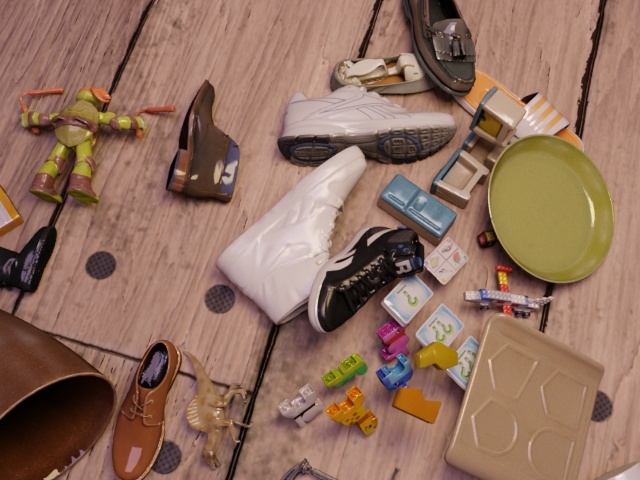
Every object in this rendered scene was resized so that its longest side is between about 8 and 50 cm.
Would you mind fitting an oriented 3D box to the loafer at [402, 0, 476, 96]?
[{"bbox_3d":[0.207,-0.370,1.296,0.096,0.084,0.267,0,57,-24],"label":"loafer"}]

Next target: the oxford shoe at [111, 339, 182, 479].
[{"bbox_3d":[-0.259,0.243,1.091,0.076,0.076,0.212,11,71,1],"label":"oxford shoe"}]

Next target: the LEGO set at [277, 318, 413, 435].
[{"bbox_3d":[0.064,0.224,1.106,0.227,0.093,0.087,-35,43,-8],"label":"LEGO set"}]

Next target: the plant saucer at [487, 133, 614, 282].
[{"bbox_3d":[0.359,-0.049,1.198,0.241,0.037,0.241,5,76,-21],"label":"plant saucer"}]

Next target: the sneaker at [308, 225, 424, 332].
[{"bbox_3d":[0.077,0.047,1.086,0.121,0.079,0.217,-3,36,39],"label":"sneaker"}]

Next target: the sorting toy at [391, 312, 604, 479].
[{"bbox_3d":[0.255,0.227,1.080,0.307,0.041,0.229,27,73,-14],"label":"sorting toy"}]

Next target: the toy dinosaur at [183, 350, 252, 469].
[{"bbox_3d":[-0.154,0.237,1.106,0.092,0.053,0.183,-13,70,-4],"label":"toy dinosaur"}]

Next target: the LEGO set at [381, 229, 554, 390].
[{"bbox_3d":[0.232,0.081,1.140,0.182,0.060,0.244,46,56,5],"label":"LEGO set"}]

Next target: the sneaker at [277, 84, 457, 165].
[{"bbox_3d":[0.078,-0.202,1.250,0.297,0.111,0.129,1,64,-2],"label":"sneaker"}]

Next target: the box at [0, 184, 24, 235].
[{"bbox_3d":[-0.558,-0.027,1.212,0.136,0.028,0.081,-35,74,-10],"label":"box"}]

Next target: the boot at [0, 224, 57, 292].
[{"bbox_3d":[-0.481,0.023,1.186,0.099,0.045,0.121,13,71,7],"label":"boot"}]

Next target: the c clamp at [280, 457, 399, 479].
[{"bbox_3d":[0.016,0.366,1.080,0.160,0.022,0.137,19,76,5],"label":"c clamp"}]

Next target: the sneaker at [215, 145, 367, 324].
[{"bbox_3d":[0.000,0.000,1.177,0.292,0.108,0.169,-44,77,-5],"label":"sneaker"}]

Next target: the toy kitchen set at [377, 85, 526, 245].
[{"bbox_3d":[0.203,-0.129,1.189,0.122,0.166,0.207,35,72,11],"label":"toy kitchen set"}]

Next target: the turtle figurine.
[{"bbox_3d":[-0.385,-0.170,1.236,0.269,0.087,0.217,6,69,1],"label":"turtle figurine"}]

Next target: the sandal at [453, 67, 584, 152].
[{"bbox_3d":[0.328,-0.216,1.273,0.265,0.076,0.102,39,74,13],"label":"sandal"}]

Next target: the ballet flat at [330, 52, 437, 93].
[{"bbox_3d":[0.123,-0.290,1.301,0.213,0.068,0.072,-9,70,-5],"label":"ballet flat"}]

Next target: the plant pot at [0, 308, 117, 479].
[{"bbox_3d":[-0.442,0.198,1.051,0.230,0.215,0.215,38,73,27],"label":"plant pot"}]

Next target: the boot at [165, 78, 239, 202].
[{"bbox_3d":[-0.181,-0.162,1.258,0.106,0.082,0.219,19,64,-17],"label":"boot"}]

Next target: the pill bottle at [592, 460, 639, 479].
[{"bbox_3d":[0.446,0.404,1.023,0.112,0.112,0.187,-23,72,-9],"label":"pill bottle"}]
